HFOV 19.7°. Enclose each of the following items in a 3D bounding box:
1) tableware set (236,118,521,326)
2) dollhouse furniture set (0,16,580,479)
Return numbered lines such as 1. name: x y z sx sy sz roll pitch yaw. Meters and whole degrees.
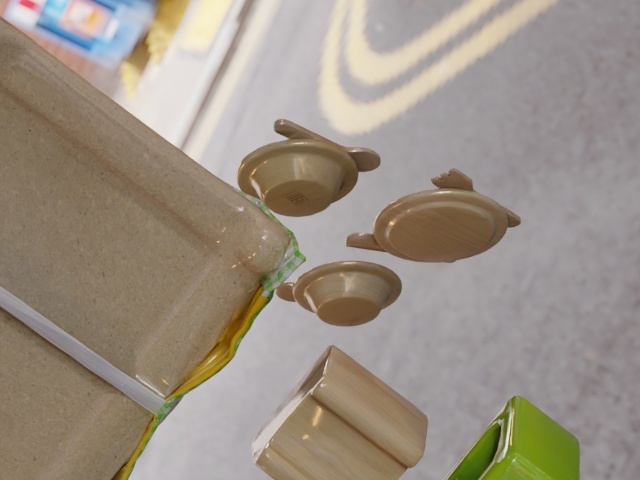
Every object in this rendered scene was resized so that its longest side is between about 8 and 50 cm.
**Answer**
1. tableware set: 0.000 0.000 0.874 0.168 0.141 0.020 -39 43 44
2. dollhouse furniture set: -0.069 0.059 0.763 0.197 0.301 0.151 -52 7 11
